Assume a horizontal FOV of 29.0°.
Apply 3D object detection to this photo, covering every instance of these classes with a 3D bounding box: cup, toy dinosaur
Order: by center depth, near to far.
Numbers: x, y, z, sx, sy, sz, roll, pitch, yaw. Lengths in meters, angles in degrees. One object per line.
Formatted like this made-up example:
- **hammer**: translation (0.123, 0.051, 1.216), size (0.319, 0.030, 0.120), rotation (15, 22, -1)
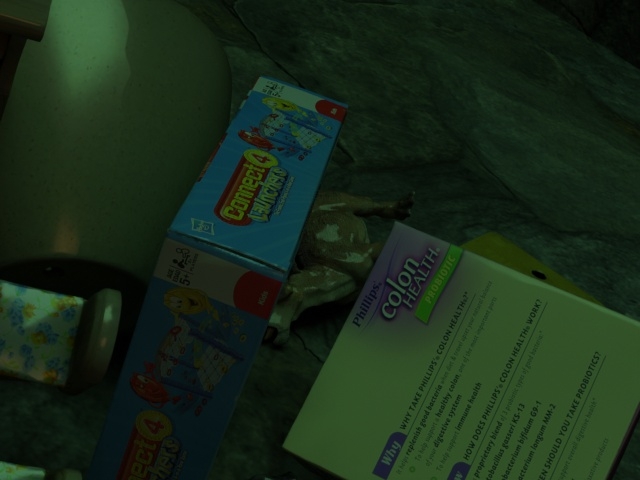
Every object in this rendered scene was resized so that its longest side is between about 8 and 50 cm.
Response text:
- **cup**: translation (-0.239, -0.045, 1.121), size (0.331, 0.331, 0.237), rotation (9, 56, -24)
- **toy dinosaur**: translation (0.000, 0.000, 1.369), size (0.200, 0.127, 0.296), rotation (12, 24, -5)

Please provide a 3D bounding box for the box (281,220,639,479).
- **box**: translation (0.129, 0.137, 1.018), size (0.243, 0.214, 0.117), rotation (23, -14, 17)

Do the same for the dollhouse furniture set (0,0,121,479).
- **dollhouse furniture set**: translation (-0.307, 0.003, 0.810), size (0.362, 0.256, 0.394), rotation (14, 74, -16)

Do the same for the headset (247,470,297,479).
- **headset**: translation (0.068, 0.261, 0.872), size (0.394, 0.185, 0.243), rotation (17, 12, -40)

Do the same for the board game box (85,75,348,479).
- **board game box**: translation (-0.086, 0.061, 1.005), size (0.086, 0.308, 0.302), rotation (21, 28, -1)

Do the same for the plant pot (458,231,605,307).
- **plant pot**: translation (0.154, 0.117, 1.207), size (0.212, 0.187, 0.212), rotation (36, 32, 23)
